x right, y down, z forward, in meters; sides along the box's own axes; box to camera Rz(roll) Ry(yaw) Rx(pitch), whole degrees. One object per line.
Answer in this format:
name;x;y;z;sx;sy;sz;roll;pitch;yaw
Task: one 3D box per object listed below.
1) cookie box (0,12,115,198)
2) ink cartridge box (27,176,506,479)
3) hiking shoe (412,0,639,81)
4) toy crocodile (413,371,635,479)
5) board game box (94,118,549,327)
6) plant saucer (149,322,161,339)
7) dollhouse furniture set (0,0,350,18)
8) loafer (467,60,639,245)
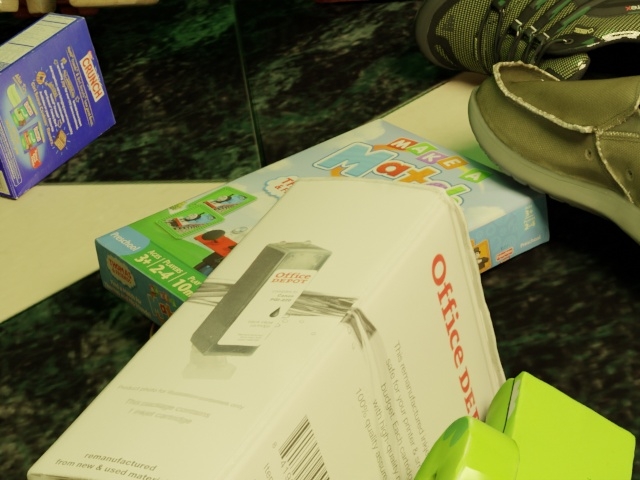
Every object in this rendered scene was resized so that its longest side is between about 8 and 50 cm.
cookie box;-0.203;-0.096;1.167;0.040;0.091;0.107;15;43;36
ink cartridge box;-0.008;0.094;0.718;0.092;0.158;0.218;7;38;34
hiking shoe;0.151;-0.125;1.059;0.227;0.086;0.114;6;35;30
toy crocodile;0.073;0.173;0.623;0.115;0.105;0.340;28;34;-9
board game box;0.000;0.000;0.956;0.211;0.039;0.160;-24;32;-28
plant saucer;-0.056;0.049;0.947;0.083;0.013;0.083;-11;32;7
dollhouse furniture set;-0.115;-0.251;1.238;0.374;0.152;0.201;0;6;23
loafer;0.180;-0.053;0.909;0.094;0.087;0.251;0;25;-39
